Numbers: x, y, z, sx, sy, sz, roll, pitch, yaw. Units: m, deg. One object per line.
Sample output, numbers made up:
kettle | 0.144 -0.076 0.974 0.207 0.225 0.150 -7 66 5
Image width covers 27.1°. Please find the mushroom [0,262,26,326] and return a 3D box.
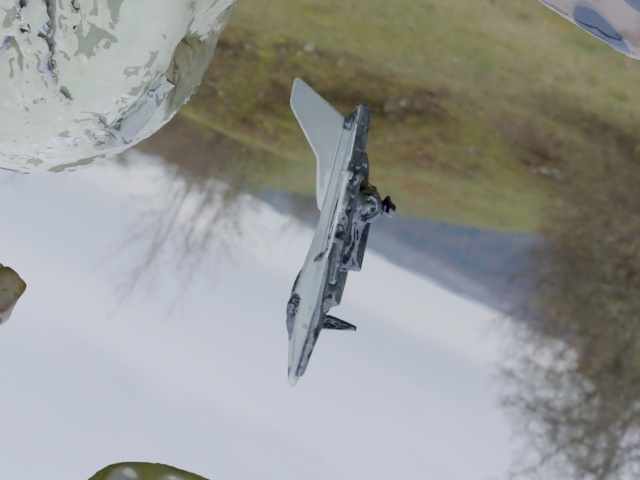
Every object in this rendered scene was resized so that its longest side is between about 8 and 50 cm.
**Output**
mushroom | -0.394 0.087 1.362 0.204 0.204 0.204 26 -179 0

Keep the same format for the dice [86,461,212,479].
dice | -0.191 0.362 1.529 0.166 0.169 0.169 6 149 15

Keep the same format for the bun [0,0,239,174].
bun | -0.134 -0.160 0.525 0.273 0.273 0.168 26 -144 5

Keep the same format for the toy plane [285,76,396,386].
toy plane | 0.016 -0.004 1.000 0.082 0.234 0.160 1 -175 1

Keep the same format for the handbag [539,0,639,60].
handbag | 0.190 -0.196 0.499 0.190 0.251 0.193 32 168 6
